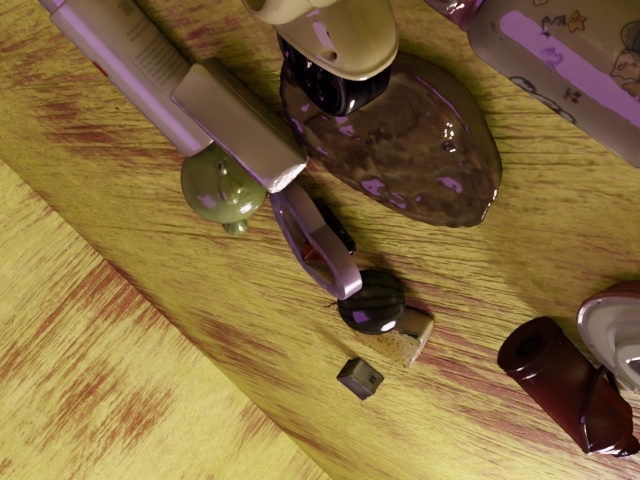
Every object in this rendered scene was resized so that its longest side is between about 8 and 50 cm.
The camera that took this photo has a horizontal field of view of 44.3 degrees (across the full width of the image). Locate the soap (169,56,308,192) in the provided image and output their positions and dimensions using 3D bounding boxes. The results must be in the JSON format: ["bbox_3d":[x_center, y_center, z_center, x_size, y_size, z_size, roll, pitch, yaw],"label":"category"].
[{"bbox_3d":[-0.099,-0.150,1.012,0.183,0.064,0.121,42,-164,-10],"label":"soap"}]

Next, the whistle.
[{"bbox_3d":[-0.133,-0.083,1.242,0.141,0.141,0.294,35,179,10],"label":"whistle"}]

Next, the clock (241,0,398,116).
[{"bbox_3d":[-0.050,-0.280,0.567,0.379,0.120,0.276,53,166,-2],"label":"clock"}]

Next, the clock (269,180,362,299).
[{"bbox_3d":[0.000,0.000,1.199,0.198,0.064,0.172,55,166,13],"label":"clock"}]

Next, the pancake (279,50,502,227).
[{"bbox_3d":[0.077,-0.118,0.884,0.295,0.049,0.294,31,157,15],"label":"pancake"}]

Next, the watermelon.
[{"bbox_3d":[0.069,0.098,1.246,0.133,0.105,0.105,-2,144,17],"label":"watermelon"}]

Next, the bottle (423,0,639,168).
[{"bbox_3d":[0.170,-0.158,0.561,0.233,0.110,0.110,36,159,4],"label":"bottle"}]

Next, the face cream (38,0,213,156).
[{"bbox_3d":[-0.267,-0.267,1.065,0.345,0.102,0.102,48,157,-22],"label":"face cream"}]

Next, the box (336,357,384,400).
[{"bbox_3d":[0.089,0.301,1.723,0.085,0.060,0.063,41,154,-3],"label":"box"}]

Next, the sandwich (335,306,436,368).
[{"bbox_3d":[0.139,0.169,1.372,0.193,0.058,0.162,14,150,45],"label":"sandwich"}]

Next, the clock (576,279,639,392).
[{"bbox_3d":[0.399,0.134,0.868,0.244,0.056,0.244,32,158,15],"label":"clock"}]

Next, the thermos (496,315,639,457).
[{"bbox_3d":[0.344,0.213,1.059,0.232,0.099,0.124,45,154,-15],"label":"thermos"}]
